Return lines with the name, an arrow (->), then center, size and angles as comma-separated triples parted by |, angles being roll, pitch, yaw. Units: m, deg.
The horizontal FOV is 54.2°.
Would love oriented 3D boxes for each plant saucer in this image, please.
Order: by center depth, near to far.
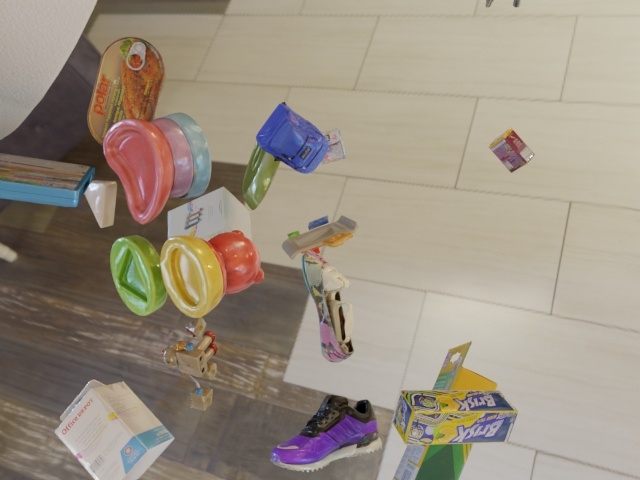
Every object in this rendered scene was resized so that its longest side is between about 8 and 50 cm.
plant saucer -> -0.133, -0.190, 1.455 | 0.037, 0.241, 0.241 | 20, 68, -16

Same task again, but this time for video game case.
video game case -> -0.261, -0.056, 0.531 | 0.119, 0.166, 0.015 | 8, 100, -17

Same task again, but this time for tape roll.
tape roll -> -0.306, -0.289, 0.622 | 0.391, 0.072, 0.393 | -18, 64, 41

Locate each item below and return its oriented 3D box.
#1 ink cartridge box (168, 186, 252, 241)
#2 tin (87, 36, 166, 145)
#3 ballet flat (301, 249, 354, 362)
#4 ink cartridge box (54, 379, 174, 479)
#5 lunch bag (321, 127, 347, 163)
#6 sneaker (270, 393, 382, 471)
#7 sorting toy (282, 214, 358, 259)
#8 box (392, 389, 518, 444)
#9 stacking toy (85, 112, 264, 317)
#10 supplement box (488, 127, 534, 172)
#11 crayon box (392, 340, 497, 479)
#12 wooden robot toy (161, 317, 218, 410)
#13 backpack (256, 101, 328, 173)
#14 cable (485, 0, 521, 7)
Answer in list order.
ink cartridge box -> -0.282, -0.027, 1.591 | 0.176, 0.128, 0.128 | -21, 55, 19
tin -> -0.324, -0.244, 1.051 | 0.106, 0.040, 0.190 | 16, 95, -11
ballet flat -> 0.025, 0.119, 1.192 | 0.079, 0.076, 0.222 | -19, 77, 35
ink cartridge box -> -0.312, 0.284, 0.937 | 0.143, 0.090, 0.092 | 43, 95, 14
lunch bag -> 0.026, -0.253, 1.679 | 0.071, 0.053, 0.083 | -13, 101, 11
sneaker -> 0.010, 0.431, 1.443 | 0.102, 0.293, 0.146 | -6, 87, 54
sorting toy -> 0.000, 0.000, 1.679 | 0.195, 0.347, 0.047 | -25, 103, -7
box -> 0.195, 0.255, 0.904 | 0.168, 0.059, 0.054 | 4, 21, -19
stacking toy -> -0.233, -0.031, 0.986 | 0.279, 0.130, 0.309 | -21, 89, 47
supplement box -> 0.432, -0.204, 1.414 | 0.083, 0.055, 0.043 | 49, 58, -2
crayon box -> 0.252, 0.373, 1.254 | 0.083, 0.203, 0.323 | 25, 77, 5
wooden robot toy -> -0.215, 0.190, 1.011 | 0.078, 0.174, 0.076 | 7, 32, 16
backpack -> -0.047, -0.181, 1.183 | 0.098, 0.120, 0.101 | -49, 33, 14
cable -> 0.240, -0.399, 0.782 | 0.139, 0.287, 0.072 | 16, 68, -1
